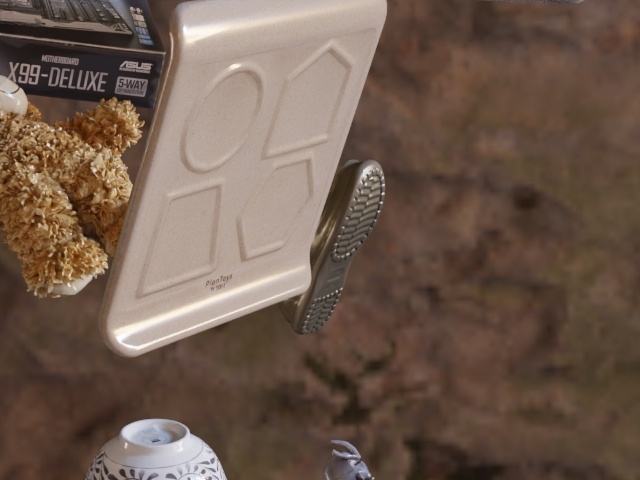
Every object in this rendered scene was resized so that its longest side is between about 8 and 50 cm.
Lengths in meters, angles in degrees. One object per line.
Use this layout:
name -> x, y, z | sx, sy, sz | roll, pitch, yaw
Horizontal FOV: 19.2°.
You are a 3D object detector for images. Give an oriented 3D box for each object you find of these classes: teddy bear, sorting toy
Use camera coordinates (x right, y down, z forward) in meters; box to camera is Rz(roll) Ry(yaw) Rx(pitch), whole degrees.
teddy bear -> -0.285, -0.069, 1.919 | 0.245, 0.338, 0.113 | -19, -44, -9
sorting toy -> -0.048, -0.049, 1.100 | 0.038, 0.208, 0.193 | 28, 27, 28

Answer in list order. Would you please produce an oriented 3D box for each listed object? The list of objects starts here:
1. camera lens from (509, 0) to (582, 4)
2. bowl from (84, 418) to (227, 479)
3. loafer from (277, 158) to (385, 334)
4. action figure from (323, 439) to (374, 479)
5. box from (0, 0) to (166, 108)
camera lens -> 0.180, -0.365, 2.018 | 0.274, 0.219, 0.219 | 7, -5, 33
bowl -> -0.175, 0.239, 2.008 | 0.170, 0.080, 0.170 | 2, 18, -1
loafer -> 0.000, 0.000, 1.401 | 0.050, 0.148, 0.056 | 34, 23, 24
action figure -> 0.095, 0.290, 1.681 | 0.099, 0.285, 0.185 | -39, -11, 1
box -> -0.326, -0.266, 2.215 | 0.242, 0.076, 0.307 | 6, 29, -17
